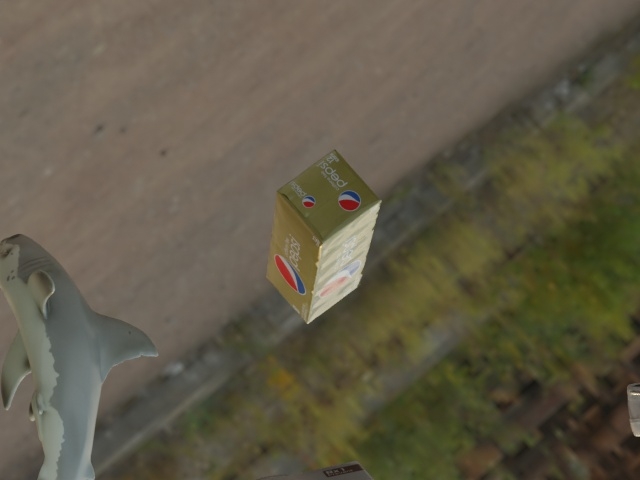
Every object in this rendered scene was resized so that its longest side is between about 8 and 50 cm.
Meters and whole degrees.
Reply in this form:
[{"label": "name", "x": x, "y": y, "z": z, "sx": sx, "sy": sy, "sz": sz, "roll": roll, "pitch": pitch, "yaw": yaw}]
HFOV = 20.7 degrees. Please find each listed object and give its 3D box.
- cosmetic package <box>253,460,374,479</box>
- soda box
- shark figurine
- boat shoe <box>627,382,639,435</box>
[{"label": "cosmetic package", "x": -0.006, "y": 0.265, "z": 1.059, "sx": 0.127, "sy": 0.238, "sz": 0.107, "roll": -13, "pitch": -163, "yaw": -13}, {"label": "soda box", "x": 0.000, "y": 0.000, "z": 1.417, "sx": 0.061, "sy": 0.058, "sz": 0.181, "roll": -37, "pitch": 164, "yaw": -17}, {"label": "shark figurine", "x": -0.183, "y": 0.119, "z": 1.377, "sx": 0.116, "sy": 0.278, "sz": 0.166, "roll": -4, "pitch": 170, "yaw": -29}, {"label": "boat shoe", "x": 0.380, "y": 0.150, "z": 1.744, "sx": 0.066, "sy": 0.063, "sz": 0.184, "roll": -11, "pitch": 173, "yaw": -36}]
